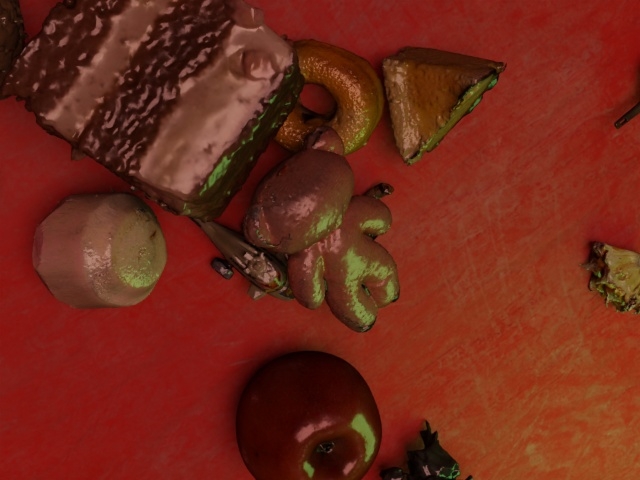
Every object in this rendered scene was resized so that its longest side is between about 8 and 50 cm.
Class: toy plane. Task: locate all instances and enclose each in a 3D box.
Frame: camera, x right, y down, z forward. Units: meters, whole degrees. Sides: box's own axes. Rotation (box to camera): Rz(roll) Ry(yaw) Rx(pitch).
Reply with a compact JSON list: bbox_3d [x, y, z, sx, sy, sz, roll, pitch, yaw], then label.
[{"bbox_3d":[-0.143,-0.006,1.447,0.286,0.108,0.092,40,88,-8],"label":"toy plane"}]

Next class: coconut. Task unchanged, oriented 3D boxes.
[{"bbox_3d":[-0.306,0.010,1.365,0.170,0.182,0.171,-7,98,-55],"label":"coconut"}]

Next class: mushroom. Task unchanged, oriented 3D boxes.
[{"bbox_3d":[0.064,-0.040,1.514,0.129,0.073,0.088,-44,114,-6],"label":"mushroom"}]

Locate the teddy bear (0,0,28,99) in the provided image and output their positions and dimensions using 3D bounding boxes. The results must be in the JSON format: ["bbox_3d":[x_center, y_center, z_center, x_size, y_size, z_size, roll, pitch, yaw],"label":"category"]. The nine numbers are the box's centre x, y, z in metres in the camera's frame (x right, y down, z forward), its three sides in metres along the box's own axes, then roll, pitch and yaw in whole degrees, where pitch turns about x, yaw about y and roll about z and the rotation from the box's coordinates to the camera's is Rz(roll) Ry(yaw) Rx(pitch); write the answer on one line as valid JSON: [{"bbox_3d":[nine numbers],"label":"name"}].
[{"bbox_3d":[-0.497,-0.272,1.249,0.256,0.156,0.267,-1,100,-19],"label":"teddy bear"}]

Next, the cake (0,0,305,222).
[{"bbox_3d":[-0.200,-0.189,1.272,0.290,0.256,0.282,35,88,3],"label":"cake"}]

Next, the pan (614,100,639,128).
[{"bbox_3d":[0.549,-0.261,1.640,0.201,0.048,0.129,-11,103,-17],"label":"pan"}]

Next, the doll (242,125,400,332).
[{"bbox_3d":[0.000,0.000,1.437,0.201,0.156,0.303,-48,130,-22],"label":"doll"}]

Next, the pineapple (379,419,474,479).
[{"bbox_3d":[0.163,0.472,1.593,0.222,0.223,0.358,19,83,-20],"label":"pineapple"}]

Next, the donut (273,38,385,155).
[{"bbox_3d":[-0.005,-0.195,1.433,0.190,0.075,0.174,38,109,-8],"label":"donut"}]

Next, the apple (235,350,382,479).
[{"bbox_3d":[-0.018,0.274,1.486,0.218,0.201,0.218,-7,107,-23],"label":"apple"}]

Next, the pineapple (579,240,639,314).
[{"bbox_3d":[0.505,0.050,1.676,0.116,0.069,0.137,-32,107,-9],"label":"pineapple"}]

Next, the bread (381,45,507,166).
[{"bbox_3d":[0.189,-0.202,1.467,0.140,0.160,0.169,-32,116,-55],"label":"bread"}]
